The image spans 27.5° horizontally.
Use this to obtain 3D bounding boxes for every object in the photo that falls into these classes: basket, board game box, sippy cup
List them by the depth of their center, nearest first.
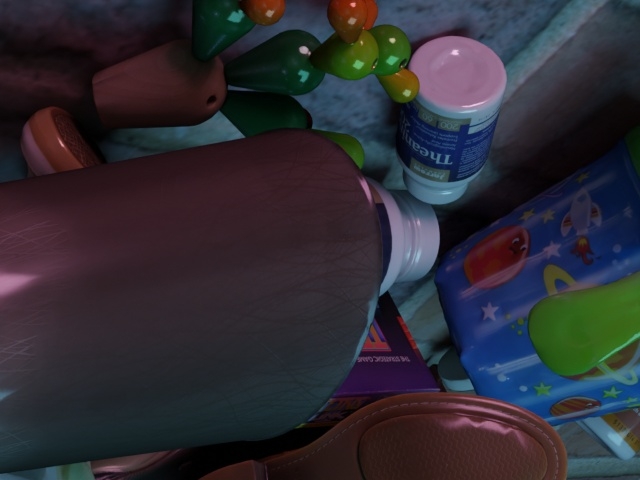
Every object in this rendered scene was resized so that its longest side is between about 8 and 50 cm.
[{"bbox_3d":[-0.108,0.035,0.662,0.227,0.154,0.204,-6,141,-48],"label":"basket"},{"bbox_3d":[-0.007,0.069,0.985,0.170,0.141,0.048,3,139,-45],"label":"board game box"},{"bbox_3d":[0.225,0.048,1.088,0.224,0.240,0.305,-24,144,15],"label":"sippy cup"}]

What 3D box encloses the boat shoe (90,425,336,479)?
[{"bbox_3d":[-0.108,0.135,1.033,0.324,0.120,0.122,-16,143,-38],"label":"boat shoe"}]

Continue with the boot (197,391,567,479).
[{"bbox_3d":[0.043,0.196,0.992,0.283,0.109,0.220,-18,164,4],"label":"boot"}]

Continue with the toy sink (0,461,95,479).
[{"bbox_3d":[-0.235,0.131,0.846,0.234,0.131,0.153,-21,154,16],"label":"toy sink"}]

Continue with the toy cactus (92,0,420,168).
[{"bbox_3d":[-0.040,-0.107,0.744,0.181,0.112,0.219,-11,155,7],"label":"toy cactus"}]

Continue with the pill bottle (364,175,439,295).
[{"bbox_3d":[0.000,0.000,0.928,0.169,0.094,0.094,-4,143,-38],"label":"pill bottle"}]

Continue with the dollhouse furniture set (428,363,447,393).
[{"bbox_3d":[0.081,0.323,1.236,0.201,0.374,0.152,-10,151,-33],"label":"dollhouse furniture set"}]

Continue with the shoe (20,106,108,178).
[{"bbox_3d":[-0.140,-0.008,0.813,0.058,0.076,0.219,-33,153,-2],"label":"shoe"}]

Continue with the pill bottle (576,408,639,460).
[{"bbox_3d":[0.343,0.112,1.348,0.216,0.121,0.121,-46,150,-1],"label":"pill bottle"}]

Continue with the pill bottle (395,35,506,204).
[{"bbox_3d":[0.087,-0.079,0.904,0.067,0.067,0.120,-20,150,-15],"label":"pill bottle"}]

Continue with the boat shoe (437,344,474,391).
[{"bbox_3d":[0.226,0.113,1.276,0.219,0.078,0.070,-19,121,9],"label":"boat shoe"}]
